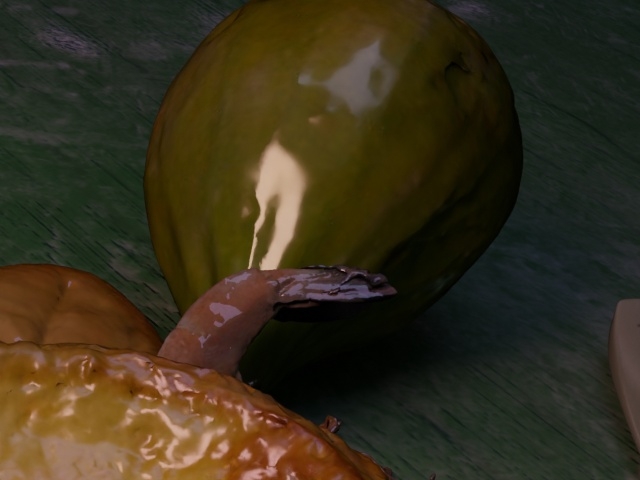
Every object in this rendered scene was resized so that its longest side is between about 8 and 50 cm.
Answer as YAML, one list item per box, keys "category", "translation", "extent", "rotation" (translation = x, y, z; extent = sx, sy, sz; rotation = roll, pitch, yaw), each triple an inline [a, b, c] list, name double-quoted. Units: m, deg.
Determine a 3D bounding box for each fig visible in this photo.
- category: "fig"
  translation: [0.014, -0.027, 1.105]
  extent: [0.233, 0.233, 0.314]
  rotation: [11, 23, -8]

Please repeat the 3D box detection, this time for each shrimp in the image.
- category: "shrimp"
  translation: [0.019, 0.095, 0.968]
  extent: [0.219, 0.152, 0.046]
  rotation: [23, -19, -6]

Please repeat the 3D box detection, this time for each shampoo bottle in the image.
- category: "shampoo bottle"
  translation: [0.221, 0.103, 1.157]
  extent: [0.072, 0.049, 0.212]
  rotation: [15, 24, -10]

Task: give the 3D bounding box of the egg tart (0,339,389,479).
- category: "egg tart"
  translation: [-0.095, 0.152, 0.782]
  extent: [0.294, 0.123, 0.294]
  rotation: [10, 26, -5]

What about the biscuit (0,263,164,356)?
- category: "biscuit"
  translation: [-0.157, 0.075, 1.011]
  extent: [0.203, 0.041, 0.260]
  rotation: [14, 25, -1]
